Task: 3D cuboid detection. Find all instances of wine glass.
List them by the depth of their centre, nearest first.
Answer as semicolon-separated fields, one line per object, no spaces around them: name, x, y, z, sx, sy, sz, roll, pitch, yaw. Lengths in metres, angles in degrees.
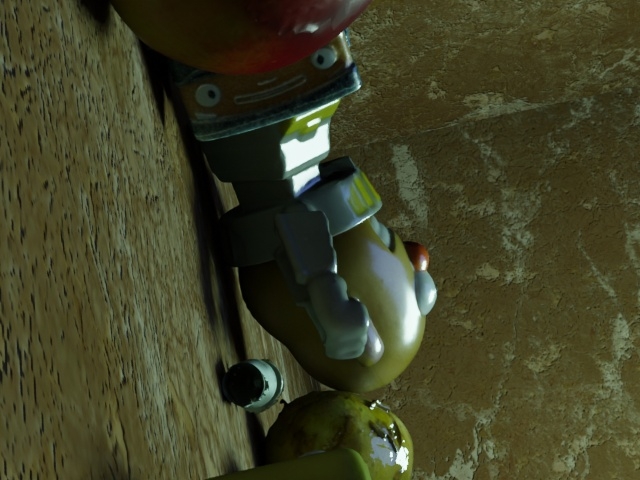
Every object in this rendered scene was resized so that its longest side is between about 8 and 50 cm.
wine glass;-0.050;0.107;0.792;0.039;0.042;0.083;40;-1;7

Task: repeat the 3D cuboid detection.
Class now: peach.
peach;-0.045;-0.181;0.589;0.197;0.197;0.197;-12;90;-90

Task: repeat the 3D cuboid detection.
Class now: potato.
potato;0.018;0.202;0.958;0.176;0.137;0.137;52;23;-64

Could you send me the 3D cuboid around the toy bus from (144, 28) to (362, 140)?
toy bus;-0.064;-0.208;0.828;0.275;0.138;0.167;-103;175;-55

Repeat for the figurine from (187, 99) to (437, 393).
figurine;-0.001;0.000;0.963;0.285;0.167;0.342;71;23;-8

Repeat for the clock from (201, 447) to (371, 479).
clock;0.000;0.199;0.429;0.143;0.096;0.202;73;3;-57

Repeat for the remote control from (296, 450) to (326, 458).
remote control;0.026;0.300;0.755;0.221;0.103;0.332;-97;177;-62
